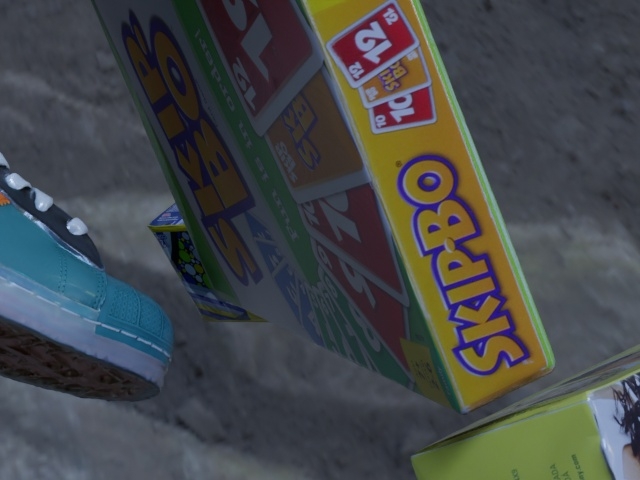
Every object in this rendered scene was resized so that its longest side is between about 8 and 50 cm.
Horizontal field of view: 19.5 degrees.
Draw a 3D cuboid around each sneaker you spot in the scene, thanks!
[{"bbox_3d":[-0.192,-0.032,0.871,0.302,0.108,0.121,28,68,-9],"label":"sneaker"}]

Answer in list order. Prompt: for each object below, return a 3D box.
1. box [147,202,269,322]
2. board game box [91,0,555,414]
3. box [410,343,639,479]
[{"bbox_3d":[0.000,0.000,0.842,0.054,0.169,0.059,-43,115,-32],"label":"box"},{"bbox_3d":[-0.015,-0.031,0.558,0.039,0.259,0.124,-24,102,-12],"label":"board game box"},{"bbox_3d":[0.115,0.069,0.552,0.058,0.232,0.087,-22,87,31],"label":"box"}]
